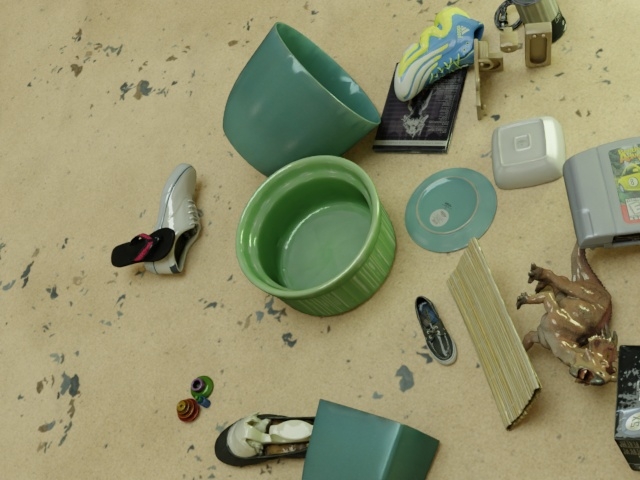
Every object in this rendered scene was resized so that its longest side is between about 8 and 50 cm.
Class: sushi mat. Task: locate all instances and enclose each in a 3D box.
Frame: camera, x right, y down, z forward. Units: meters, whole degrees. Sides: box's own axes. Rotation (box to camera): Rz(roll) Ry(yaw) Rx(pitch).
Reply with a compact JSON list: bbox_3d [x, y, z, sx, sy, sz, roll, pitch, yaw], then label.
[{"bbox_3d":[0.294,0.159,1.725,0.019,0.151,0.317,-3,52,-19],"label":"sushi mat"}]

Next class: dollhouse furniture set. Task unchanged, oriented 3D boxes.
[{"bbox_3d":[0.378,-0.330,1.966,0.151,0.144,0.123,-3,66,11],"label":"dollhouse furniture set"}]

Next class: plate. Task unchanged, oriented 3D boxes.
[{"bbox_3d":[0.248,-0.065,1.942,0.188,0.024,0.188,-12,58,21],"label":"plate"}]

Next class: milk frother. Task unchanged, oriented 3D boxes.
[{"bbox_3d":[0.407,-0.473,2.019,0.143,0.135,0.129,-13,57,21],"label":"milk frother"}]

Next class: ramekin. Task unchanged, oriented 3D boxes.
[{"bbox_3d":[0.000,0.000,1.959,0.303,0.148,0.303,-13,58,22],"label":"ramekin"}]

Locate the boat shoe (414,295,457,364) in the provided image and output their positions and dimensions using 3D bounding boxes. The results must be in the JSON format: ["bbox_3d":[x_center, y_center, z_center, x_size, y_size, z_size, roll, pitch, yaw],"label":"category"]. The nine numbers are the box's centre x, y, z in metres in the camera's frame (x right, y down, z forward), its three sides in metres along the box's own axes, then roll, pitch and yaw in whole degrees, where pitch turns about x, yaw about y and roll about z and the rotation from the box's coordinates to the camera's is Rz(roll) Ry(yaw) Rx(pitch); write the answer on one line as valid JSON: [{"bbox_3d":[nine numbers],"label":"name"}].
[{"bbox_3d":[0.204,0.162,1.825,0.049,0.040,0.142,-30,53,10],"label":"boat shoe"}]

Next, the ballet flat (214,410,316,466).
[{"bbox_3d":[-0.089,0.354,1.839,0.280,0.096,0.095,-11,59,23],"label":"ballet flat"}]

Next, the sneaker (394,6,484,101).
[{"bbox_3d":[0.251,-0.378,2.056,0.126,0.091,0.240,23,74,34],"label":"sneaker"}]

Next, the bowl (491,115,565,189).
[{"bbox_3d":[0.391,-0.174,1.910,0.142,0.053,0.142,-10,60,22],"label":"bowl"}]

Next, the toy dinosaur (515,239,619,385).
[{"bbox_3d":[0.436,0.132,1.676,0.200,0.127,0.296,15,56,24],"label":"toy dinosaur"}]

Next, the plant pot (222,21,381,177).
[{"bbox_3d":[-0.060,-0.261,2.067,0.235,0.293,0.293,-46,50,17],"label":"plant pot"}]

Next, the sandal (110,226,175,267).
[{"bbox_3d":[-0.385,0.017,2.136,0.179,0.040,0.067,-18,65,26],"label":"sandal"}]

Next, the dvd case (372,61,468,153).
[{"bbox_3d":[0.209,-0.279,2.088,0.164,0.018,0.221,4,64,28],"label":"dvd case"}]

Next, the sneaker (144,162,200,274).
[{"bbox_3d":[-0.303,-0.043,2.194,0.091,0.094,0.258,8,76,22],"label":"sneaker"}]

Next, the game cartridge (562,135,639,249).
[{"bbox_3d":[0.574,-0.091,1.719,0.294,0.060,0.196,-8,54,6],"label":"game cartridge"}]

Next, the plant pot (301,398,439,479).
[{"bbox_3d":[0.066,0.413,1.685,0.165,0.165,0.234,11,75,33],"label":"plant pot"}]

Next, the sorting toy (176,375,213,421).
[{"bbox_3d":[-0.251,0.310,1.985,0.061,0.042,0.102,14,70,33],"label":"sorting toy"}]

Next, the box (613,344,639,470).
[{"bbox_3d":[0.502,0.258,1.523,0.077,0.180,0.147,-1,63,26],"label":"box"}]
